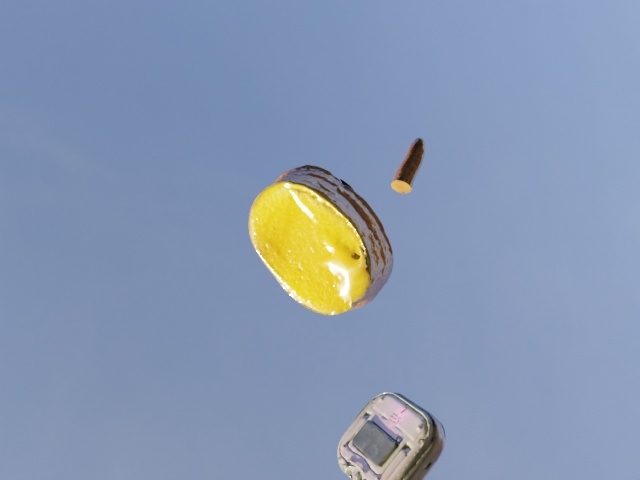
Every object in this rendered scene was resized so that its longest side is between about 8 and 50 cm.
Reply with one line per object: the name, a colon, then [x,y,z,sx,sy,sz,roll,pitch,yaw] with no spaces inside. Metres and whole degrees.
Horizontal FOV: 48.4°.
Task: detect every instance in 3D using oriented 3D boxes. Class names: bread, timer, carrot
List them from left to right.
bread: [0.000,0.000,1.216,0.269,0.143,0.195,48,-66,5]
timer: [0.131,0.392,1.369,0.191,0.208,0.069,-50,-58,-12]
carrot: [0.200,-0.168,1.545,0.048,0.048,0.139,30,-115,-5]
